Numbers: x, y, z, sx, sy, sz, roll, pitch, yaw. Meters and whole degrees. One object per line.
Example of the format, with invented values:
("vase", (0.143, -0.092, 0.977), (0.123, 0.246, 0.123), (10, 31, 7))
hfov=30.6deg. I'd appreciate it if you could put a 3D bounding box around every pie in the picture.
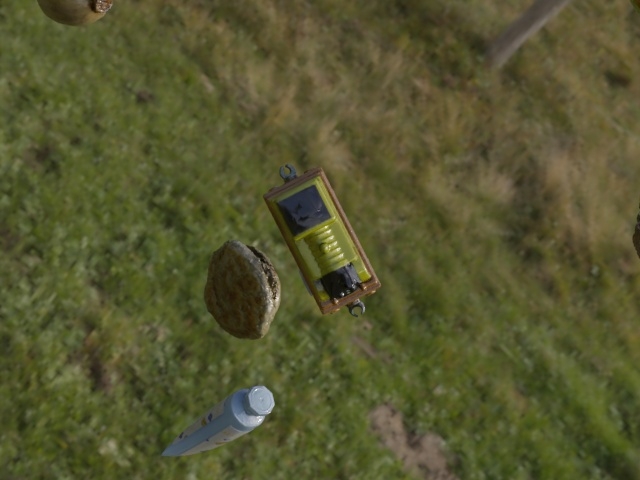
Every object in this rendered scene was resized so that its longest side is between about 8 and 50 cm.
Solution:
("pie", (-0.138, 0.088, 2.059), (0.079, 0.163, 0.193), (8, 35, -45))

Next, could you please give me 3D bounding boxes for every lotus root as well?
("lotus root", (-0.314, -0.306, 1.469), (0.150, 0.073, 0.062), (24, -12, 40))

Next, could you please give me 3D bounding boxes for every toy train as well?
("toy train", (0.000, 0.000, 1.491), (0.219, 0.089, 0.127), (64, 1, 1))

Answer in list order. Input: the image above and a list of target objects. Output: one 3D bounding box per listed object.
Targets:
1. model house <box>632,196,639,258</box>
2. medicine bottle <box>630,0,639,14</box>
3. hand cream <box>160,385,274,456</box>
("model house", (0.468, -0.030, 1.572), (0.148, 0.148, 0.119), (-21, 58, -45))
("medicine bottle", (0.369, -0.289, 1.061), (0.124, 0.124, 0.239), (49, -16, 16))
("hand cream", (-0.105, 0.197, 1.242), (0.065, 0.170, 0.043), (-9, 70, -40))
